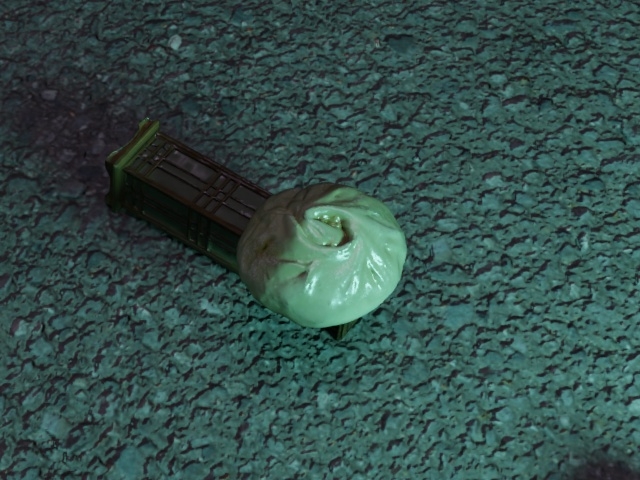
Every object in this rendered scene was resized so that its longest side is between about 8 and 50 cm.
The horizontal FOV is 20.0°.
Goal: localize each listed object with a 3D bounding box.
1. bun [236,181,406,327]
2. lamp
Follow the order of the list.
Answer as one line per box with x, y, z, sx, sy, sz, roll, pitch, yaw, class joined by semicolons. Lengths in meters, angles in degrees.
0.000;0.000;1.908;0.183;0.102;0.183;3;50;-3;bun
-0.086;-0.016;2.028;0.325;0.089;0.090;29;56;14;lamp
